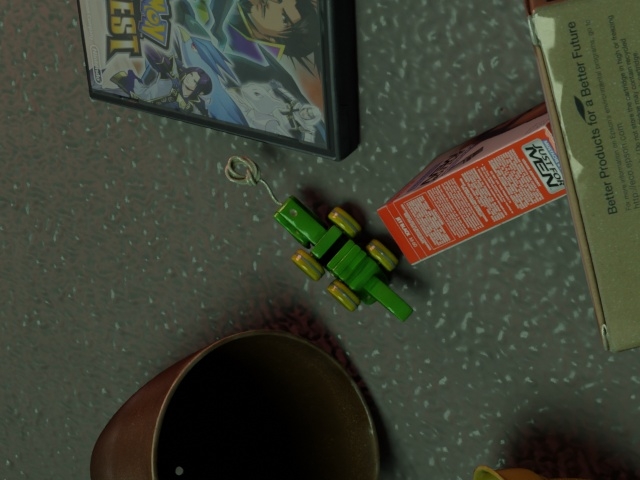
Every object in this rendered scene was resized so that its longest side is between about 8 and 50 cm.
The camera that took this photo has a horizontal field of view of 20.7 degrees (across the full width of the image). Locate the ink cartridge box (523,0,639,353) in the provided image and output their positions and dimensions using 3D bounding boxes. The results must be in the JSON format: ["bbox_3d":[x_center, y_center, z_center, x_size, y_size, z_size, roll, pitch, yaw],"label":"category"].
[{"bbox_3d":[0.244,-0.068,1.089,0.193,0.088,0.234,-13,112,8],"label":"ink cartridge box"}]

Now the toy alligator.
[{"bbox_3d":[0.000,0.000,1.398,0.190,0.056,0.051,41,174,9],"label":"toy alligator"}]

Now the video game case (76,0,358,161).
[{"bbox_3d":[-0.088,-0.212,1.338,0.248,0.035,0.275,16,125,28],"label":"video game case"}]

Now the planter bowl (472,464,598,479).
[{"bbox_3d":[0.209,0.252,1.344,0.217,0.090,0.217,61,169,20],"label":"planter bowl"}]

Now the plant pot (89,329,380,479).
[{"bbox_3d":[-0.103,0.194,1.506,0.230,0.215,0.215,-14,109,55],"label":"plant pot"}]

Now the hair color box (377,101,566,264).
[{"bbox_3d":[0.130,-0.049,1.238,0.167,0.093,0.053,-25,101,43],"label":"hair color box"}]
